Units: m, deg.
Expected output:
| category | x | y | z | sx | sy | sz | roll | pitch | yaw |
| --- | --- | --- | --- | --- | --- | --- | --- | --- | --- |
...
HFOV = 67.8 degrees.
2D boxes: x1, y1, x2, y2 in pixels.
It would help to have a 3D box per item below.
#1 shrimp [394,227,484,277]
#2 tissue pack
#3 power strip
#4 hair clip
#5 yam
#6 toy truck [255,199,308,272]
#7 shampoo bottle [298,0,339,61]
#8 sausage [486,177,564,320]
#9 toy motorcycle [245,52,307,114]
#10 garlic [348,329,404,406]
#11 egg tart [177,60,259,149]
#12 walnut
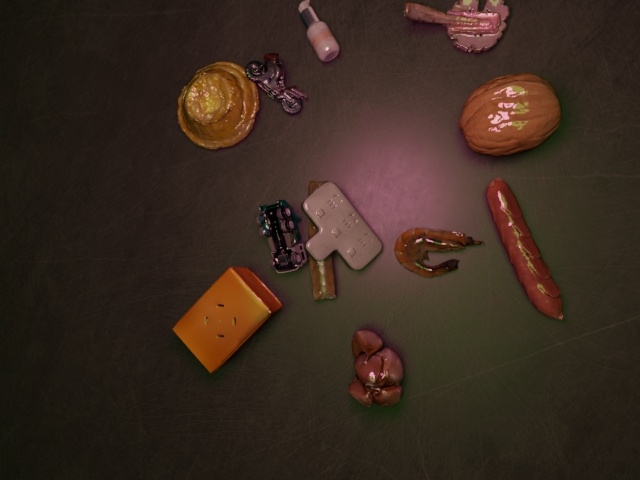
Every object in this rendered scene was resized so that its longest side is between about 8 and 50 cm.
| category | x | y | z | sx | sy | sz | roll | pitch | yaw |
| --- | --- | --- | --- | --- | --- | --- | --- | --- | --- |
| shrimp | 0.343 | 0.040 | 1.401 | 0.254 | 0.059 | 0.146 | 8 | 94 | 12 |
| tissue pack | -0.288 | 0.239 | 1.494 | 0.274 | 0.145 | 0.194 | -45 | 83 | 8 |
| power strip | 0.039 | -0.020 | 1.407 | 0.193 | 0.059 | 0.265 | -41 | 98 | -13 |
| hair clip | 0.387 | -0.643 | 1.386 | 0.300 | 0.069 | 0.173 | 10 | 93 | 2 |
| yam | 0.000 | 0.000 | 1.468 | 0.083 | 0.083 | 0.372 | -4 | 88 | 12 |
| toy truck | -0.107 | -0.017 | 1.467 | 0.110 | 0.116 | 0.216 | -14 | 95 | 29 |
| shampoo bottle | -0.012 | -0.648 | 1.470 | 0.074 | 0.074 | 0.192 | -30 | 85 | 10 |
| sausage | 0.570 | 0.027 | 1.341 | 0.087 | 0.088 | 0.434 | -24 | 84 | 11 |
| toy motorcycle | -0.129 | -0.497 | 1.493 | 0.213 | 0.082 | 0.122 | 42 | 87 | -6 |
| garlic | 0.168 | 0.377 | 1.393 | 0.160 | 0.191 | 0.214 | 12 | 80 | -13 |
| egg tart | -0.340 | -0.439 | 1.522 | 0.289 | 0.115 | 0.291 | 0 | 88 | 13 |
| walnut | 0.508 | -0.337 | 1.292 | 0.260 | 0.225 | 0.225 | -7 | 88 | 24 |
